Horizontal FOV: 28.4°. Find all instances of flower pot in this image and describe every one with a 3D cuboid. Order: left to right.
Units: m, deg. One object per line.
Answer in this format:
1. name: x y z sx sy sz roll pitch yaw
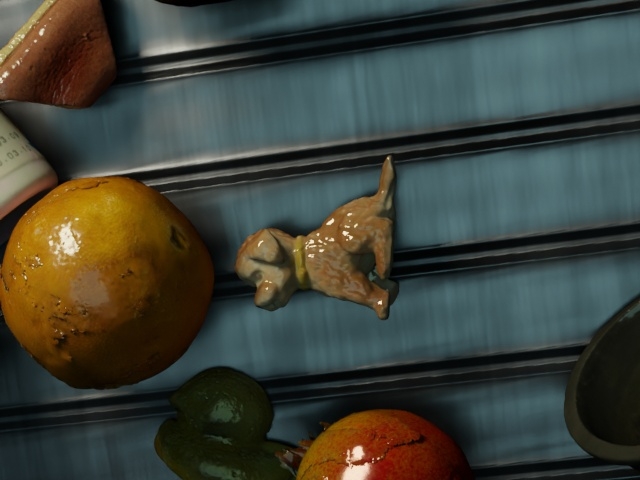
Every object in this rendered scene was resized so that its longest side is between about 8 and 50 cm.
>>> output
1. flower pot: 0.415 0.173 1.352 0.269 0.269 0.166 -41 111 10

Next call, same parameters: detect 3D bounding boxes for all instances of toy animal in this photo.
1. toy animal: -0.004 -0.009 1.441 0.185 0.104 0.184 4 98 12

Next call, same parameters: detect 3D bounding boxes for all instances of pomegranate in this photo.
1. pomegranate: 0.061 0.287 1.413 0.235 0.210 0.210 12 99 32

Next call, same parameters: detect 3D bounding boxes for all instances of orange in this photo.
1. orange: -0.238 0.046 1.409 0.240 0.240 0.240 1 96 7

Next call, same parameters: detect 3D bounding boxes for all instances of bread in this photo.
1. bread: -0.300 -0.208 1.455 0.192 0.067 0.119 -50 116 -14
2. bread: -0.103 0.238 1.499 0.187 0.065 0.149 26 94 6

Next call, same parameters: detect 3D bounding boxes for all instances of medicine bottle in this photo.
1. medicine bottle: -0.452 -0.124 1.450 0.170 0.170 0.293 -40 90 10

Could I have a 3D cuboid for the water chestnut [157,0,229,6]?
1. water chestnut: -0.161 -0.382 1.345 0.244 0.289 0.289 3 97 17
